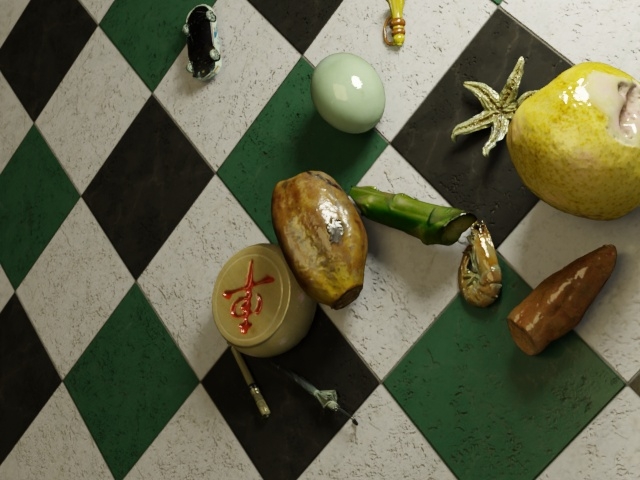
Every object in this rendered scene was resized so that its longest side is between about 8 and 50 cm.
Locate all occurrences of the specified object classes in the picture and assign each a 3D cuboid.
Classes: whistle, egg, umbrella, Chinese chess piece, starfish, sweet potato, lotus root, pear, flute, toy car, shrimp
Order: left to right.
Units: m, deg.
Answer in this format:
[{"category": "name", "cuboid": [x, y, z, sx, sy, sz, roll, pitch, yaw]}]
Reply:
[{"category": "toy car", "cuboid": [-0.291, -0.495, 2.389, 0.095, 0.056, 0.205, -23, 63, 32]}, {"category": "flute", "cuboid": [-0.165, 0.292, 2.121, 0.027, 0.027, 0.233, -44, 57, 21]}, {"category": "Chinese chess piece", "cuboid": [-0.125, 0.129, 2.084, 0.250, 0.097, 0.251, -10, 72, 35]}, {"category": "umbrella", "cuboid": [-0.017, 0.307, 1.995, 0.269, 0.044, 0.044, 30, 67, 37]}, {"category": "lotus root", "cuboid": [0.009, -0.003, 1.962, 0.193, 0.193, 0.291, -32, 60, 27]}, {"category": "egg", "cuboid": [0.058, -0.310, 2.015, 0.149, 0.149, 0.192, -45, 55, 20]}, {"category": "whistle", "cuboid": [0.155, -0.468, 2.050, 0.057, 0.046, 0.109, -1, 84, 23]}, {"category": "shrimp", "cuboid": [0.300, 0.040, 1.824, 0.099, 0.041, 0.180, -24, 66, 47]}, {"category": "starfish", "cuboid": [0.332, -0.263, 1.855, 0.208, 0.053, 0.176, -46, 55, 16]}, {"category": "sweet potato", "cuboid": [0.425, 0.103, 1.671, 0.252, 0.097, 0.097, -48, 55, 21]}, {"category": "pear", "cuboid": [0.455, -0.164, 1.620, 0.271, 0.271, 0.271, -10, 73, 36]}]

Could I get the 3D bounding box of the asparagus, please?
[{"category": "asparagus", "cuboid": [0.168, -0.053, 1.902, 0.343, 0.082, 0.085, 16, 114, 47]}]
